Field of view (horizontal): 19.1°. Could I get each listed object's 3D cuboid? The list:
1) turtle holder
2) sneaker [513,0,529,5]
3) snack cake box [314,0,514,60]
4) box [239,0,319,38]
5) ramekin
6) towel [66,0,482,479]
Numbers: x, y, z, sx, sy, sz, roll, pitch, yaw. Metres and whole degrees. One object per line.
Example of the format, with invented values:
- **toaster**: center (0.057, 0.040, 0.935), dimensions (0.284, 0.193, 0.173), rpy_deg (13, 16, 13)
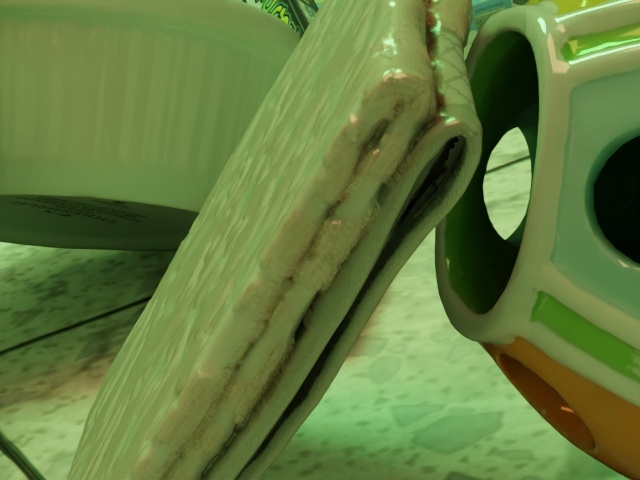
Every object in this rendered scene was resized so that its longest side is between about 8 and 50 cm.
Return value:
- **turtle holder**: center (0.180, -0.044, 0.768), dimensions (0.227, 0.320, 0.243), rpy_deg (7, 26, -14)
- **sneaker**: center (0.130, -0.263, 1.518), dimensions (0.365, 0.135, 0.150), rpy_deg (14, 12, -4)
- **snack cake box**: center (0.032, -0.155, 1.491), dimensions (0.152, 0.089, 0.264), rpy_deg (-20, 22, -17)
- **box**: center (-0.039, -0.113, 1.349), dimensions (0.114, 0.036, 0.207), rpy_deg (-50, 29, 18)
- **ramekin**: center (-0.147, -0.071, 1.191), dimensions (0.272, 0.127, 0.273), rpy_deg (2, -9, 0)
- **towel**: center (-0.027, 0.015, 0.844), dimensions (0.053, 0.332, 0.317), rpy_deg (29, 22, -9)
